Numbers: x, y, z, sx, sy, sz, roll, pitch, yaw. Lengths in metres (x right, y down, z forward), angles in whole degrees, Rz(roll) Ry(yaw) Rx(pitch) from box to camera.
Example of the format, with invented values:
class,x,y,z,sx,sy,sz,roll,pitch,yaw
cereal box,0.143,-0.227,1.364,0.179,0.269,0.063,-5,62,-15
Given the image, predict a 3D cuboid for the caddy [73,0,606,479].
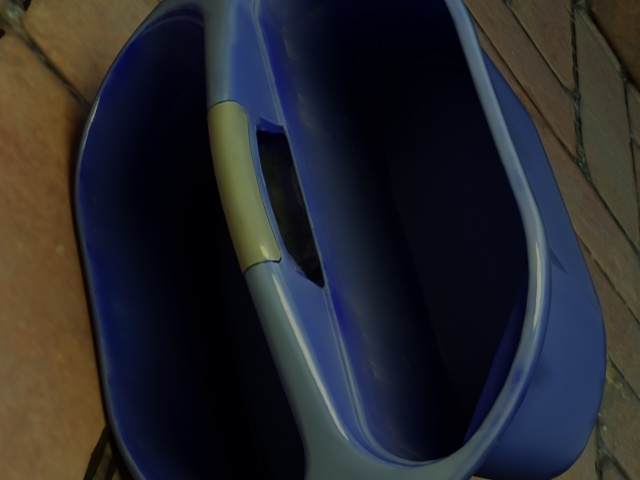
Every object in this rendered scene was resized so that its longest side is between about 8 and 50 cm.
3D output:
class,x,y,z,sx,sy,sz,roll,pitch,yaw
caddy,0.000,0.000,0.729,0.179,0.241,0.341,34,35,-54
